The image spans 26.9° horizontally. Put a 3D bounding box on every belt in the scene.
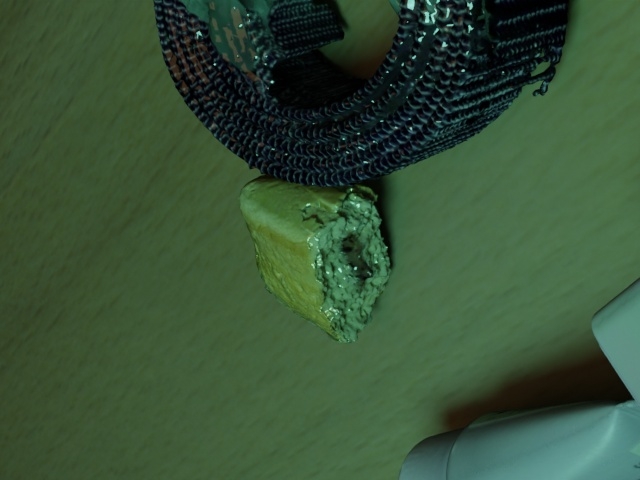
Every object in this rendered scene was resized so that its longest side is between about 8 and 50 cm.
[{"bbox_3d":[0.013,-0.172,0.908,0.325,0.122,0.260,-14,99,51],"label":"belt"}]

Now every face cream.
[{"bbox_3d":[0.165,0.146,0.850,0.274,0.154,0.096,-27,44,52],"label":"face cream"}]

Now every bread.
[{"bbox_3d":[-0.001,0.001,1.001,0.106,0.082,0.125,38,153,41],"label":"bread"}]

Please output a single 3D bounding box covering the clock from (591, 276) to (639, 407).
[{"bbox_3d":[0.251,0.092,0.710,0.063,0.150,0.197,-45,70,42],"label":"clock"}]
